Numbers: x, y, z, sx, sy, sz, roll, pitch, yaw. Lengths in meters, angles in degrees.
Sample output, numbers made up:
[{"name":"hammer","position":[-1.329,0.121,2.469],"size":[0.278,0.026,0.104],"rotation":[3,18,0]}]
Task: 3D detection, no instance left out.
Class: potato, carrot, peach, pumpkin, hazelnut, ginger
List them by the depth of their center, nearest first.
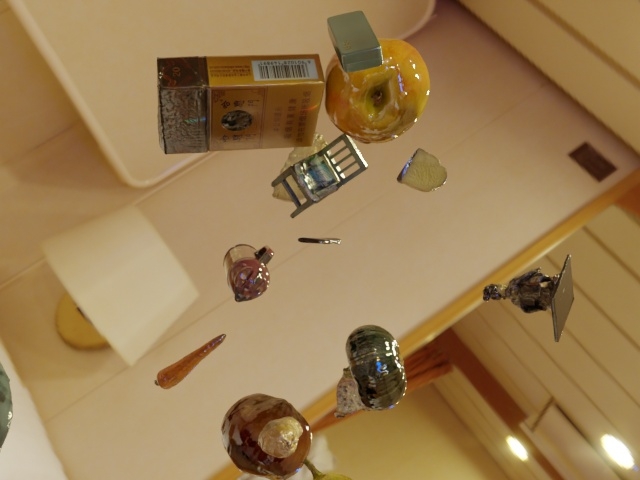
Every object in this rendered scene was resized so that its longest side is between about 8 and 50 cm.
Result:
[{"name":"ginger","position":[-0.084,0.416,1.531],"size":[0.190,0.095,0.069],"rotation":[123,-28,-84]},{"name":"potato","position":[0.249,-0.151,1.709],"size":[0.103,0.096,0.066],"rotation":[37,1,20]},{"name":"pumpkin","position":[0.129,0.311,1.769],"size":[0.212,0.152,0.212],"rotation":[61,14,-26]},{"name":"hazelnut","position":[-0.149,0.515,1.913],"size":[0.251,0.217,0.217],"rotation":[22,-29,32]},{"name":"peach","position":[0.149,-0.398,1.930],"size":[0.289,0.288,0.308],"rotation":[59,14,-15]},{"name":"carrot","position":[-0.369,0.348,2.057],"size":[0.061,0.256,0.061],"rotation":[55,6,-9]}]

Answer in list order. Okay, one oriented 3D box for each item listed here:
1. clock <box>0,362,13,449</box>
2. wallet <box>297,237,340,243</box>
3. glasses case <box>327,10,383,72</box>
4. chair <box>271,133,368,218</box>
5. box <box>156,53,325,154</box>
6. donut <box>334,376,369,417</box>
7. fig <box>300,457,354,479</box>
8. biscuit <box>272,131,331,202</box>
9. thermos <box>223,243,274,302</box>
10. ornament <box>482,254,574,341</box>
[{"name":"clock","position":[-0.578,0.284,0.998],"size":[0.325,0.325,0.067],"rotation":[46,-4,42]},{"name":"wallet","position":[0.000,0.000,2.093],"size":[0.156,0.082,0.018],"rotation":[0,96,-69]},{"name":"glasses case","position":[0.064,-0.385,1.387],"size":[0.184,0.077,0.039],"rotation":[-104,-178,-50]},{"name":"chair","position":[-0.009,-0.194,2.184],"size":[0.270,0.147,0.136],"rotation":[-31,-89,49]},{"name":"box","position":[-0.214,-0.352,1.869],"size":[0.264,0.415,0.116],"rotation":[107,-25,-59]},{"name":"donut","position":[0.128,0.449,2.213],"size":[0.144,0.186,0.126],"rotation":[-89,172,-68]},{"name":"fig","position":[0.016,0.600,1.692],"size":[0.257,0.159,0.159],"rotation":[42,-18,52]},{"name":"biscuit","position":[-0.046,-0.256,2.492],"size":[0.179,0.281,0.084],"rotation":[17,-15,25]},{"name":"thermos","position":[-0.179,0.081,1.872],"size":[0.330,0.136,0.110],"rotation":[-141,-146,-78]},{"name":"ornament","position":[0.497,0.122,1.755],"size":[0.196,0.153,0.166],"rotation":[7,-46,30]}]
